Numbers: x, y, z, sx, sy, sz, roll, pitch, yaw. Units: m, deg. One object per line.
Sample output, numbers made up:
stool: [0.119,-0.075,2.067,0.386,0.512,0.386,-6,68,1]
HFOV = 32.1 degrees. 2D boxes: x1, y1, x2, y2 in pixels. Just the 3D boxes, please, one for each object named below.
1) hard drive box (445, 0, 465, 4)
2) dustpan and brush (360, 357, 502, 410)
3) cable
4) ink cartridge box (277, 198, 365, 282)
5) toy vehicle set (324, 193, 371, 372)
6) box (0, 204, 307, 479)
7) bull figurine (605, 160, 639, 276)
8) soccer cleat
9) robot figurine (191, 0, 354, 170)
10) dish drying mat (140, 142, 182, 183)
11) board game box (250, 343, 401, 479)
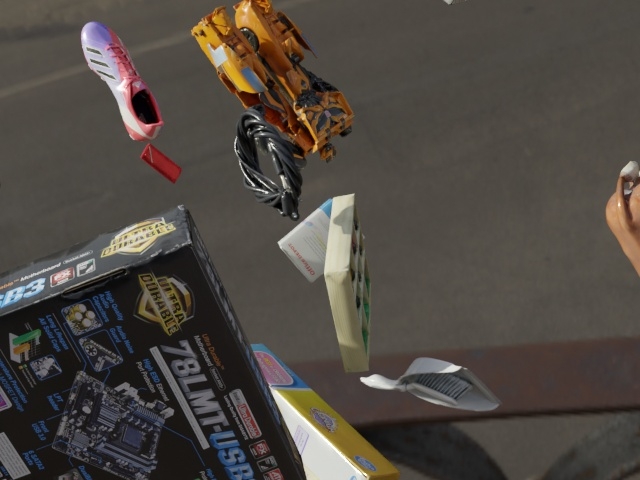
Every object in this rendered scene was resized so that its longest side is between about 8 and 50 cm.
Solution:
hard drive box: [0.316,-0.594,2.203,0.089,0.232,0.181,38,30,13]
dustpan and brush: [0.153,0.219,1.697,0.211,0.147,0.060,15,70,41]
cable: [-0.085,-0.116,1.599,0.047,0.150,0.184,-26,43,-16]
ink cartridge box: [0.000,0.000,1.899,0.122,0.088,0.052,-40,8,-3]
toy vehicle set: [0.045,0.059,1.677,0.035,0.166,0.267,-8,25,8]
box: [-0.191,0.150,0.927,0.293,0.295,0.073,-22,33,0]
bull figurine: [0.460,0.023,1.424,0.101,0.310,0.188,-8,38,37]
soccer cleat: [-0.363,-0.302,2.067,0.083,0.248,0.095,-27,3,-31]
robot figurine: [-0.061,-0.249,1.745,0.291,0.085,0.211,52,48,-4]
dish drying mat: [-0.276,-0.134,1.936,0.008,0.083,0.032,5,63,47]
board game box: [-0.052,0.328,1.548,0.064,0.242,0.316,2,28,-44]
